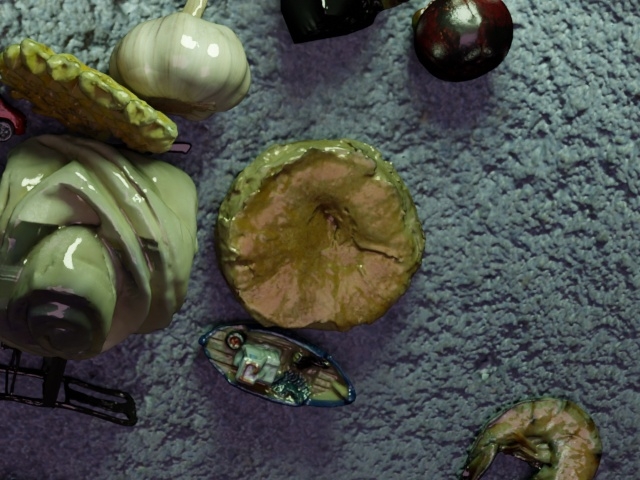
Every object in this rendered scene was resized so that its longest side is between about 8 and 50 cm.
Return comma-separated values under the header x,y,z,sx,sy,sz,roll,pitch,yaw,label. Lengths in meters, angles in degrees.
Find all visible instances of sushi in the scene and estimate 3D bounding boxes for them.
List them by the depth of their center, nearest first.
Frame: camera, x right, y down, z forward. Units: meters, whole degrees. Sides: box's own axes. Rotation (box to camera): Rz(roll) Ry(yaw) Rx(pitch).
x,y,z,sx,sy,sz,roll,pitch,yaw,label
0.048,-0.415,1.651,0.212,0.215,0.227,-12,91,-14,sushi

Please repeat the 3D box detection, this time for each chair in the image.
x,y,z,sx,sy,sz,roll,pitch,yaw,label
-0.376,0.196,1.810,0.229,0.106,0.113,12,110,-18,chair

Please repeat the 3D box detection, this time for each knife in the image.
x,y,z,sx,sy,sz,roll,pitch,yaw,label
-0.274,-0.135,1.765,0.170,0.010,0.023,0,104,-11,knife

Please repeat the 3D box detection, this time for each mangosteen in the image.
x,y,z,sx,sy,sz,roll,pitch,yaw,label
0.204,-0.308,1.752,0.152,0.152,0.153,-4,111,-12,mangosteen

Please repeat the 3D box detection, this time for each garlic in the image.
x,y,z,sx,sy,sz,roll,pitch,yaw,label
-0.183,-0.286,1.657,0.199,0.199,0.226,13,78,-17,garlic

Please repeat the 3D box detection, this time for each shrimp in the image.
x,y,z,sx,sy,sz,roll,pitch,yaw,label
0.334,0.428,2.090,0.233,0.071,0.365,35,100,-13,shrimp

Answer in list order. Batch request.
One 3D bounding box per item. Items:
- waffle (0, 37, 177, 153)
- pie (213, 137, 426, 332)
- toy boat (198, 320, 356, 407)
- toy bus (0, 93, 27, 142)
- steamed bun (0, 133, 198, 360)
x,y,z,sx,sy,sz,roll,pitch,yaw,label
-0.313,-0.188,1.621,0.261,0.250,0.056,31,75,-19,waffle
0.000,0.000,1.840,0.339,0.083,0.340,-5,113,-11,pie
-0.066,0.202,1.879,0.262,0.115,0.114,19,105,-19,toy boat
-0.500,-0.194,1.654,0.195,0.081,0.089,11,97,-16,toy bus
-0.349,0.044,1.664,0.394,0.237,0.347,-23,121,7,steamed bun
